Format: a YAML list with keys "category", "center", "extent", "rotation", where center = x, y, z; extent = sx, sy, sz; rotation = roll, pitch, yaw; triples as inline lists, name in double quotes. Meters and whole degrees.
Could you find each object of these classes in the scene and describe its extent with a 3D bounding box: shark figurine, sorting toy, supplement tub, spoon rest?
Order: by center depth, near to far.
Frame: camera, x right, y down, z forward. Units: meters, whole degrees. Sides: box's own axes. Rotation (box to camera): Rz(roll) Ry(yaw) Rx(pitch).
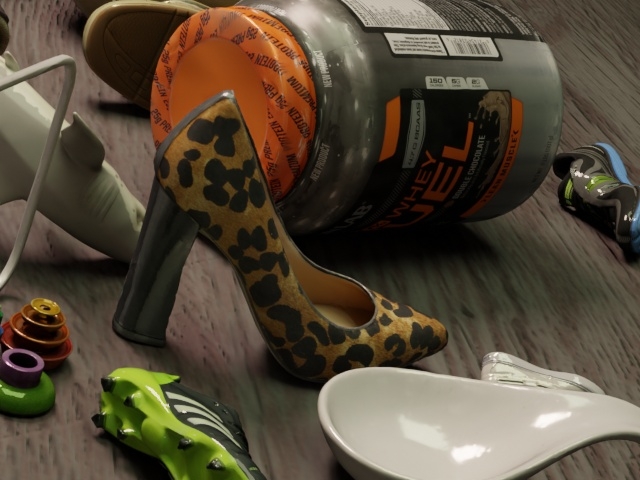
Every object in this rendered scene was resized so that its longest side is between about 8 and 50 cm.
- category: "sorting toy"
  center: [-0.186, 0.065, 0.986]
  extent: [0.061, 0.042, 0.102]
  rotation: [18, 23, -7]
- category: "spoon rest"
  center: [0.129, 0.135, 1.039]
  extent: [0.276, 0.084, 0.137]
  rotation: [13, 24, -19]
- category: "shark figurine"
  center: [-0.246, -0.078, 1.128]
  extent: [0.278, 0.116, 0.166]
  rotation: [43, -11, 10]
- category: "supplement tub"
  center: [0.035, -0.110, 1.348]
  extent: [0.338, 0.207, 0.207]
  rotation: [-5, 34, -45]

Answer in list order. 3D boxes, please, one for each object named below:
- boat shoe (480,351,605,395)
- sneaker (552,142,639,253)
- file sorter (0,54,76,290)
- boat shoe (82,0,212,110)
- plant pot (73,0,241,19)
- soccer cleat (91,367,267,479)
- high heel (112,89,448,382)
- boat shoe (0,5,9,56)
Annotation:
- category: "boat shoe"
  center: [0.166, 0.116, 1.184]
  extent: [0.100, 0.035, 0.035]
  rotation: [21, 50, -8]
- category: "sneaker"
  center: [0.283, -0.040, 1.601]
  extent: [0.078, 0.067, 0.188]
  rotation: [-6, 30, -8]
- category: "file sorter"
  center: [-0.325, -0.075, 0.995]
  extent: [0.277, 0.193, 0.173]
  rotation: [23, 21, 7]
- category: "boat shoe"
  center: [-0.116, -0.172, 1.513]
  extent: [0.285, 0.105, 0.089]
  rotation: [13, 17, -42]
- category: "plant pot"
  center: [-0.155, -0.302, 1.601]
  extent: [0.284, 0.284, 0.191]
  rotation: [32, 61, 25]
- category: "soccer cleat"
  center: [-0.064, 0.126, 0.931]
  extent: [0.072, 0.060, 0.179]
  rotation: [0, 27, -42]
- category: "high heel"
  center: [0.000, 0.000, 1.098]
  extent: [0.261, 0.186, 0.093]
  rotation: [9, 25, -25]
- category: "boat shoe"
  center: [-0.315, -0.179, 1.359]
  extent: [0.092, 0.103, 0.285]
  rotation: [17, 26, -20]
